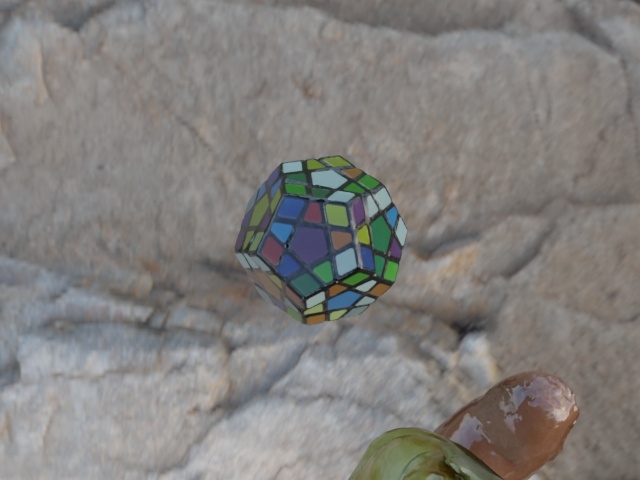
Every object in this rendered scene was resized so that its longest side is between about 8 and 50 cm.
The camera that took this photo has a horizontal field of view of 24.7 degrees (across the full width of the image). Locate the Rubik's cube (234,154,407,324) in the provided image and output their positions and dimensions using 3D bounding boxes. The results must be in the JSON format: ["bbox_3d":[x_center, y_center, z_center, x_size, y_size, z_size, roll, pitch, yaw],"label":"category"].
[{"bbox_3d":[0.000,0.000,1.124,0.133,0.133,0.111,-16,65,-14],"label":"Rubik's cube"}]

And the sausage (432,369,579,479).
[{"bbox_3d":[0.062,0.193,1.001,0.078,0.078,0.304,44,109,9],"label":"sausage"}]

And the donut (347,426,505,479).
[{"bbox_3d":[0.112,0.250,0.742,0.360,0.360,0.170,43,94,8],"label":"donut"}]
